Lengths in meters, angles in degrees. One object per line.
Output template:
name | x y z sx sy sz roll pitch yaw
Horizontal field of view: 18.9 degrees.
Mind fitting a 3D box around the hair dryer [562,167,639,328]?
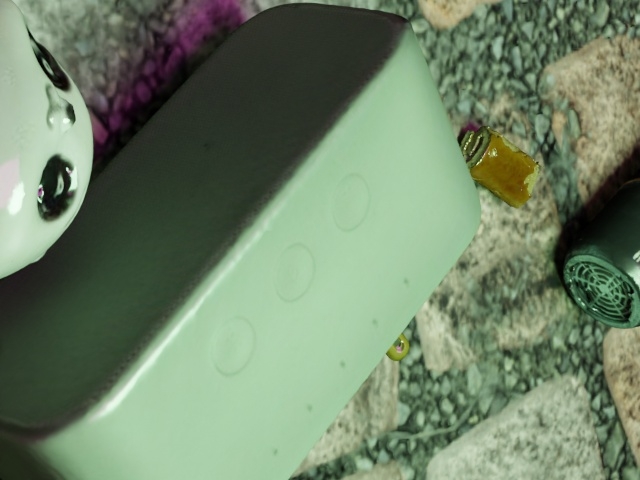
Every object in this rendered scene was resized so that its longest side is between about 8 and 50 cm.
hair dryer | 0.345 0.093 1.809 0.189 0.107 0.352 -43 126 -31

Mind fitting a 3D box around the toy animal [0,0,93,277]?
toy animal | -0.245 -0.067 1.162 0.235 0.165 0.187 14 66 -41

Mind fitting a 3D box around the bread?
bread | 0.152 -0.063 1.643 0.083 0.036 0.047 32 79 -42

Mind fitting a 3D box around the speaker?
speaker | -0.064 0.033 1.331 0.406 0.183 0.184 -50 129 -26

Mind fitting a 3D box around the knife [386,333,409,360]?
knife | -0.001 0.000 1.506 0.046 0.022 0.256 -50 120 -19
